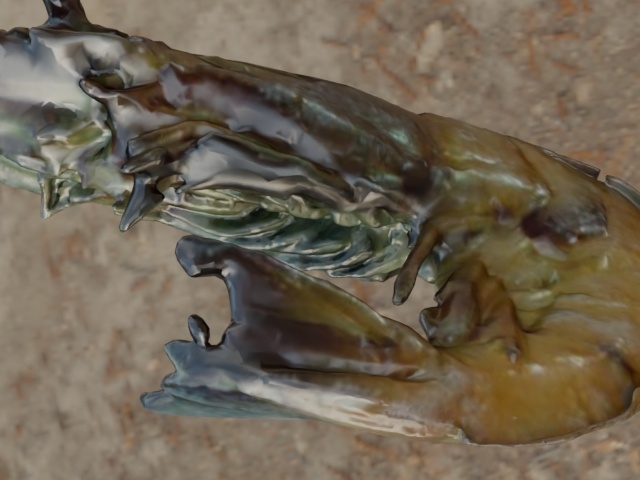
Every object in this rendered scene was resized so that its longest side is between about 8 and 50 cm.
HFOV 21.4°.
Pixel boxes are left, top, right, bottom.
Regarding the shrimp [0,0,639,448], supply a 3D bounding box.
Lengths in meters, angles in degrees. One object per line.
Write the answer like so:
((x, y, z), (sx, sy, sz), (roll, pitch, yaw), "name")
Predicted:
((-0.002, 0.007, 0.552), (0.178, 0.289, 0.075), (-97, 28, -58), "shrimp")
